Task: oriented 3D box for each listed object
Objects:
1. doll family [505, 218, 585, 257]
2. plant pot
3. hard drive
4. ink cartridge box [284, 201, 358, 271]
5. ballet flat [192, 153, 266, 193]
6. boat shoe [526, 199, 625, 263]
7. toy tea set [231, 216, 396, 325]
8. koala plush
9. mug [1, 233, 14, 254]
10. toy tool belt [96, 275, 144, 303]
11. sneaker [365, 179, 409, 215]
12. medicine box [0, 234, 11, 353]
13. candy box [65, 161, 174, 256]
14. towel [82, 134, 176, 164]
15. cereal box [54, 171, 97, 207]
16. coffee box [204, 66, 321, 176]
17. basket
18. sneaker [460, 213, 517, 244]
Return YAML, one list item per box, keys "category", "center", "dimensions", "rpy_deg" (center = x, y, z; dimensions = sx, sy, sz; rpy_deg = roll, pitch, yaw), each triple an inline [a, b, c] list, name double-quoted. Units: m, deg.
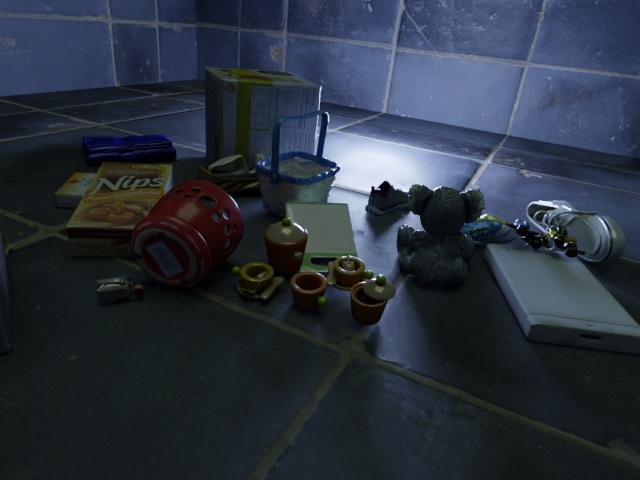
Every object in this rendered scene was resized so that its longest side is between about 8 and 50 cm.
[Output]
- category: "doll family"
  center: [0.570, -0.008, 1.158]
  dimensions: [0.193, 0.075, 0.111]
  rpy_deg: [8, 20, 23]
- category: "plant pot"
  center: [-0.276, -0.009, 0.948]
  dimensions: [0.191, 0.191, 0.174]
  rpy_deg: [10, 31, 8]
- category: "hard drive"
  center: [0.530, 0.114, 1.028]
  dimensions: [0.233, 0.047, 0.353]
  rpy_deg: [7, 25, 2]
- category: "ink cartridge box"
  center: [0.000, 0.000, 1.145]
  dimensions: [0.171, 0.056, 0.235]
  rpy_deg: [1, 50, -10]
- category: "ballet flat"
  center: [-0.237, -0.213, 1.446]
  dimensions: [0.343, 0.124, 0.116]
  rpy_deg: [-8, 29, -26]
- category: "boat shoe"
  center: [0.681, -0.042, 1.281]
  dimensions: [0.157, 0.135, 0.367]
  rpy_deg: [5, 23, -2]
- category: "toy tea set"
  center: [-0.005, 0.050, 0.937]
  dimensions: [0.336, 0.124, 0.200]
  rpy_deg: [13, 33, 14]
- category: "koala plush"
  center: [0.281, -0.025, 1.059]
  dimensions: [0.196, 0.221, 0.203]
  rpy_deg: [11, 27, 9]
- category: "mug"
  center: [-0.709, 0.017, 0.967]
  dimensions: [0.064, 0.078, 0.062]
  rpy_deg: [4, 57, 17]
- category: "toy tool belt"
  center: [-0.388, 0.087, 0.880]
  dimensions: [0.083, 0.052, 0.051]
  rpy_deg: [-5, 36, -23]
- category: "sneaker"
  center: [0.231, -0.149, 1.444]
  dimensions: [0.083, 0.098, 0.224]
  rpy_deg: [25, 32, 33]
- category: "medicine box"
  center: [-0.613, 0.015, 0.737]
  dimensions: [0.149, 0.263, 0.289]
  rpy_deg: [-10, 30, -31]
- category: "candy box"
  center: [-0.477, -0.086, 1.125]
  dimensions: [0.183, 0.087, 0.316]
  rpy_deg: [2, 36, -10]
- category: "towel"
  center: [-0.710, -0.351, 1.684]
  dimensions: [0.309, 0.076, 0.228]
  rpy_deg: [-9, 31, -29]
- category: "cereal box"
  center: [-0.604, -0.144, 1.311]
  dimensions: [0.240, 0.047, 0.173]
  rpy_deg: [1, 28, -10]
- category: "coffee box"
  center: [-0.221, -0.420, 1.631]
  dimensions: [0.335, 0.337, 0.337]
  rpy_deg: [-5, 28, -22]
- category: "basket"
  center: [-0.065, -0.219, 1.305]
  dimensions: [0.201, 0.288, 0.255]
  rpy_deg: [25, 28, 24]
- category: "sneaker"
  center: [0.410, -0.016, 1.253]
  dimensions: [0.240, 0.091, 0.126]
  rpy_deg: [17, 46, 20]
